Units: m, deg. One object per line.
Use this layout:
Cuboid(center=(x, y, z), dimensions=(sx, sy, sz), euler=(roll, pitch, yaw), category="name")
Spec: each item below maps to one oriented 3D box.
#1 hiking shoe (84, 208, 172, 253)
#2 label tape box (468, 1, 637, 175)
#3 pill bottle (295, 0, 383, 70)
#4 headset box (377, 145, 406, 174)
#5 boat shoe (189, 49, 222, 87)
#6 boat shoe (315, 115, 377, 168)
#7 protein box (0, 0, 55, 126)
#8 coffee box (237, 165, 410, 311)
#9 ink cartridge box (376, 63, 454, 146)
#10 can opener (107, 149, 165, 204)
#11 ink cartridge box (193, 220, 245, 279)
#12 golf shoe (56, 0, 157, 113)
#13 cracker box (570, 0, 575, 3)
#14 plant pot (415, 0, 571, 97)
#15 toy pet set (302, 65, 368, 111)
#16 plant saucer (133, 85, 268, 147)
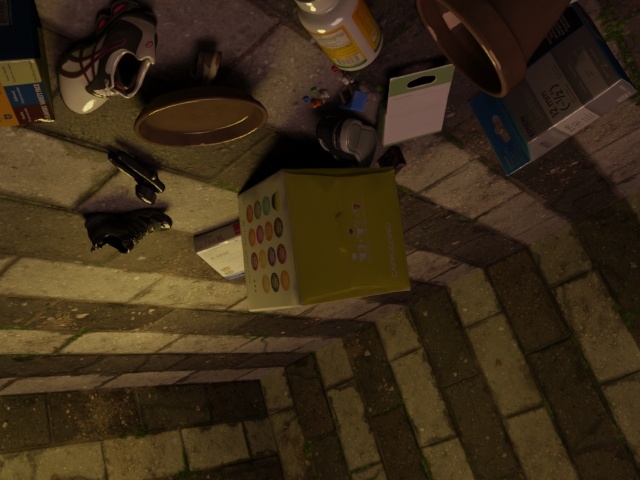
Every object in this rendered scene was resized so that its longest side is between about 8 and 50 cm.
Cuboid(center=(-0.506, -0.015, 1.550), dimensions=(0.226, 0.114, 0.086), euler=(-7, 155, -26), category="hiking shoe")
Cuboid(center=(0.519, -0.356, 1.388), dimensions=(0.115, 0.249, 0.347), euler=(6, 147, -46), category="label tape box")
Cuboid(center=(0.029, -0.412, 1.059), dimensions=(0.117, 0.118, 0.208), euler=(-26, 156, 18), category="pill bottle")
Cuboid(center=(0.210, -0.229, 1.682), dimensions=(0.032, 0.062, 0.083), euler=(-1, 151, -37), category="headset box")
Cuboid(center=(-0.233, -0.329, 1.141), dimensions=(0.049, 0.056, 0.152), euler=(19, 153, -17), category="boat shoe")
Cuboid(center=(0.074, -0.257, 1.485), dimensions=(0.091, 0.114, 0.302), euler=(16, 177, 19), category="boat shoe")
Cuboid(center=(-0.514, -0.279, 0.835), dimensions=(0.201, 0.200, 0.136), euler=(-11, 156, -17), category="protein box")
Cuboid(center=(0.000, 0.000, 1.574), dimensions=(0.338, 0.338, 0.334), euler=(-5, 175, -29), category="coffee box")
Cuboid(center=(0.233, -0.347, 1.445), dimensions=(0.171, 0.056, 0.235), euler=(-16, 147, -8), category="ink cartridge box")
Cuboid(center=(-0.429, -0.157, 1.366), dimensions=(0.059, 0.073, 0.186), euler=(-14, 149, 10), category="can opener")
Cuboid(center=(-0.277, 0.038, 1.916), dimensions=(0.185, 0.065, 0.311), euler=(-20, 155, 3), category="ink cartridge box")
Cuboid(center=(-0.379, -0.294, 1.015), dimensions=(0.105, 0.120, 0.273), euler=(4, 150, -46), category="golf shoe")
Cuboid(center=(0.516, -0.574, 1.129), dimensions=(0.155, 0.067, 0.232), euler=(-22, 156, 9), category="cracker box")
Cuboid(center=(0.350, -0.450, 1.109), dimensions=(0.229, 0.263, 0.263), euler=(-42, 153, 7), category="plant pot")
Cuboid(center=(0.044, -0.326, 1.330), dimensions=(0.114, 0.065, 0.122), euler=(3, 149, -42), category="toy pet set")
Cuboid(center=(-0.250, -0.257, 1.212), dimensions=(0.277, 0.041, 0.278), euler=(-9, 172, -1), category="plant saucer")
